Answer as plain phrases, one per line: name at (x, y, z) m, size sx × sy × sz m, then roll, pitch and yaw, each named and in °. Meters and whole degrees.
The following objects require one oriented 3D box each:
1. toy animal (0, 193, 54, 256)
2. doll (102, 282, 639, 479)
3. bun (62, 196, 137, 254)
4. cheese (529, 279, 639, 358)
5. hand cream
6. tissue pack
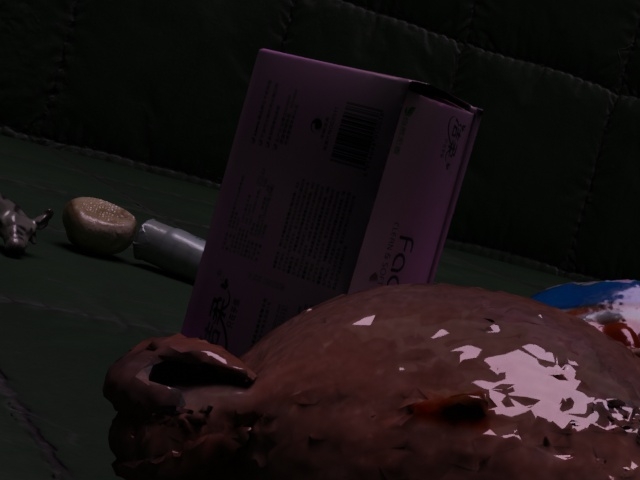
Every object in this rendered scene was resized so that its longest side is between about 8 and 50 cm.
toy animal at (-0.391, -0.045, 1.342) m, size 0.217 × 0.073 × 0.176 m, roll 13°, pitch -4°, yaw 31°
doll at (0.055, 0.134, 0.454) m, size 0.201 × 0.156 × 0.303 m, roll 9°, pitch -27°, yaw 21°
bun at (-0.247, -0.011, 1.513) m, size 0.086 × 0.055 × 0.086 m, roll 18°, pitch 18°, yaw -6°
cheese at (0.197, 0.115, 0.938) m, size 0.217 × 0.129 × 0.329 m, roll -3°, pitch -18°, yaw 16°
hand cream at (-0.108, 0.033, 1.497) m, size 0.205 × 0.050 × 0.078 m, roll 22°, pitch 4°, yaw 16°
tissue pack at (0.000, 0.000, 0.960) m, size 0.148 × 0.246 × 0.092 m, roll 20°, pitch 6°, yaw 40°
